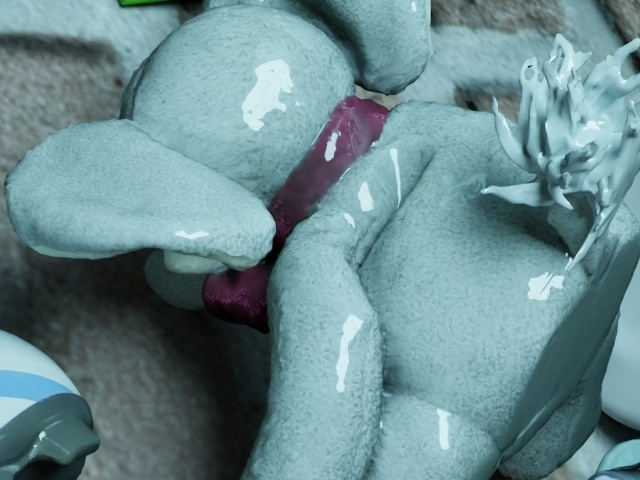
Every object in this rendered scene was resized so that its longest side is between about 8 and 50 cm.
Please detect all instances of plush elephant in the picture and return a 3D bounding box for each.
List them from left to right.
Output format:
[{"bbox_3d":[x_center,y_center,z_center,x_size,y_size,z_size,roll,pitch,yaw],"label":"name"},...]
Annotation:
[{"bbox_3d":[0.000,0.000,0.705,0.255,0.330,0.272,32,47,21],"label":"plush elephant"}]

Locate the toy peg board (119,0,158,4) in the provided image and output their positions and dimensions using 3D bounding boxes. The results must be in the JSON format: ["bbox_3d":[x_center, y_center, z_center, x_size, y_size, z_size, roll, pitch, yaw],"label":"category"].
[{"bbox_3d":[-0.092,-0.229,0.912,0.079,0.161,0.161,-11,59,-22],"label":"toy peg board"}]

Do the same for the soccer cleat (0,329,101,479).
[{"bbox_3d":[-0.229,0.122,0.555,0.143,0.116,0.331,33,38,19],"label":"soccer cleat"}]

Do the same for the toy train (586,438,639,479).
[{"bbox_3d":[0.274,0.194,0.799,0.334,0.142,0.190,8,69,-33],"label":"toy train"}]

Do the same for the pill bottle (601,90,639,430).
[{"bbox_3d":[0.336,0.022,0.938,0.361,0.204,0.204,5,51,-31],"label":"pill bottle"}]
